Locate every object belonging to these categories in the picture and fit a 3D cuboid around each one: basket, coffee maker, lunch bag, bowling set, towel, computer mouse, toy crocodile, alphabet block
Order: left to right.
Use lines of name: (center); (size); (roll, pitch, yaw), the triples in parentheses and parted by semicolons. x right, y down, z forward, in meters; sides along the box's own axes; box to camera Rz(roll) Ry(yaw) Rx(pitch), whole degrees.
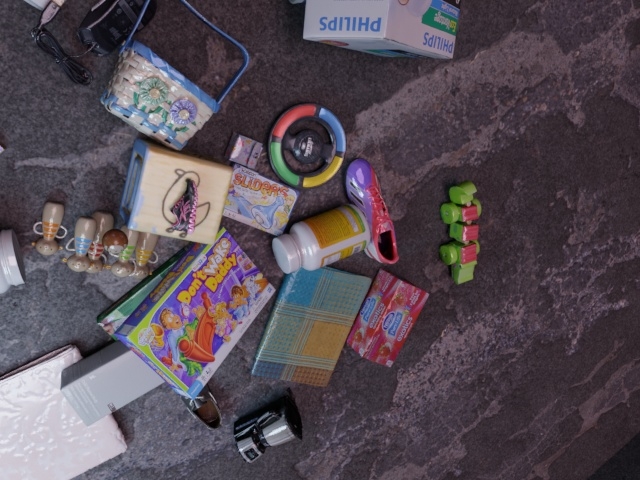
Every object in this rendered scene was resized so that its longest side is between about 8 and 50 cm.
towel: (-0.690, 0.460, 1.395); (0.316, 0.053, 0.332); (-24, 114, -16)
computer mouse: (-0.480, -0.468, 1.180); (0.262, 0.060, 0.184); (-46, 154, 0)
bowling set: (-0.502, 0.025, 1.276); (0.286, 0.200, 0.154); (11, 101, -24)
alphabet block: (-0.338, -0.115, 1.308); (0.197, 0.193, 0.193); (11, 102, -28)
basket: (-0.317, -0.361, 1.235); (0.254, 0.201, 0.289); (30, 87, -35)
lunch bag: (-0.190, -0.226, 1.426); (0.083, 0.053, 0.071); (19, 98, -38)
coffee maker: (-0.150, 0.538, 1.633); (0.178, 0.171, 0.120); (-28, 94, 7)
towel: (-0.029, 0.244, 1.654); (0.271, 0.040, 0.371); (18, 99, -28)
toy crocodile: (0.447, -0.022, 1.760); (0.115, 0.105, 0.341); (-12, 111, -22)

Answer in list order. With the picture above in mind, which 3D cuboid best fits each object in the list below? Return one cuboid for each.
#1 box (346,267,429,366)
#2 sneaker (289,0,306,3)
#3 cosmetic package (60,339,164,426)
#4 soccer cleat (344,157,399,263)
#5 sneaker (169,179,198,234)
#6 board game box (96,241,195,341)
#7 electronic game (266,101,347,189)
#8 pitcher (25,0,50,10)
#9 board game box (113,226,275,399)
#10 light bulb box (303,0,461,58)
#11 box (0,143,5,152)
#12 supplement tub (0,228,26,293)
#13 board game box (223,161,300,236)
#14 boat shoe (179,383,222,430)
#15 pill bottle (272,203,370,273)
box: (0.196, 0.231, 1.703); (0.122, 0.128, 0.257); (25, 94, -29)
sneaker: (-0.014, -0.686, 1.355); (0.163, 0.086, 0.227); (-14, 103, -31)
cosmetic package: (-0.487, 0.322, 1.367); (0.237, 0.107, 0.127); (-29, 113, -14)
soccer cleat: (0.154, -0.080, 1.595); (0.108, 0.116, 0.319); (-24, 114, -17)
sneaker: (-0.294, -0.072, 1.211); (0.057, 0.047, 0.120); (6, 102, -15)
board game box: (-0.378, 0.174, 1.460); (0.317, 0.046, 0.214); (-39, 119, -10)
electronic game: (-0.034, -0.249, 1.495); (0.229, 0.048, 0.230); (-8, 109, -23)
pitcher: (-0.529, -0.564, 1.090); (0.125, 0.178, 0.207); (29, 91, -9)
board game box: (-0.292, 0.170, 1.376); (0.233, 0.078, 0.347); (53, 57, -28)
light bulb box: (0.163, -0.626, 1.301); (0.357, 0.225, 0.362); (-13, 114, -52)
box: (-0.745, -0.216, 1.178); (0.081, 0.028, 0.136); (-44, 120, -7)
supplement tub: (-0.746, 0.055, 1.192); (0.199, 0.144, 0.145); (-13, 111, -22)
board game box: (-0.167, -0.105, 1.481); (0.201, 0.035, 0.136); (21, 96, -29)
boat shoe: (-0.336, 0.420, 1.537); (0.084, 0.079, 0.233); (-31, 115, -12)
pill bottle: (0.000, 0.000, 1.525); (0.245, 0.136, 0.137); (-21, 113, -24)
